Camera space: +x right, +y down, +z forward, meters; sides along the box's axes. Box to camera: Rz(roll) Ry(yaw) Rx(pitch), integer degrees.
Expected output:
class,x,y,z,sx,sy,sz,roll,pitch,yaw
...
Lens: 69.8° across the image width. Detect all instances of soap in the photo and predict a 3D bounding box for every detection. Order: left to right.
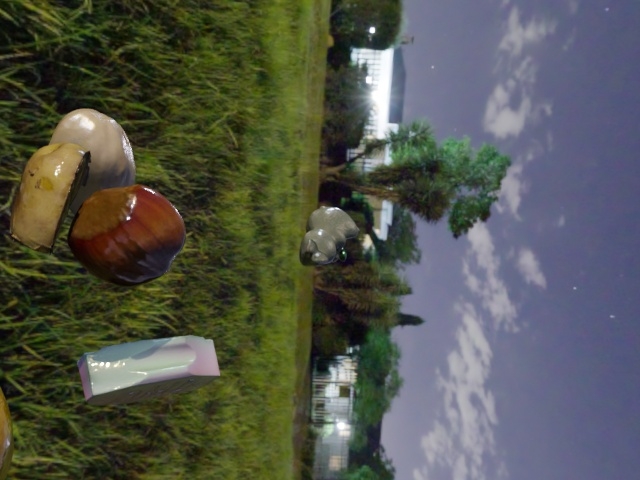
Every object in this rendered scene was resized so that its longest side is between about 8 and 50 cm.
class,x,y,z,sx,sy,sz,roll,pitch,yaw
soap,-0.408,0.314,1.112,0.193,0.324,0.109,-39,-120,35

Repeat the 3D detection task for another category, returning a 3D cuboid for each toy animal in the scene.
class,x,y,z,sx,sy,sz,roll,pitch,yaw
toy animal,-0.004,0.004,1.021,0.108,0.138,0.236,-40,176,34

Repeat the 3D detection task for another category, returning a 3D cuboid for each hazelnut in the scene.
class,x,y,z,sx,sy,sz,roll,pitch,yaw
hazelnut,-0.394,-0.014,0.943,0.210,0.186,0.210,-41,155,-23

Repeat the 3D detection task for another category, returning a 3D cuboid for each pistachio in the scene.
class,x,y,z,sx,sy,sz,roll,pitch,yaw
pistachio,-0.597,-0.184,1.210,0.226,0.207,0.332,-43,153,-45

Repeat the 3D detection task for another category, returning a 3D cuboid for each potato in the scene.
class,x,y,z,sx,sy,sz,roll,pitch,yaw
potato,-0.504,-0.105,0.856,0.138,0.098,0.243,-56,-152,33

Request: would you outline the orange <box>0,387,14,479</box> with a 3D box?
class,x,y,z,sx,sy,sz,roll,pitch,yaw
orange,-0.490,0.224,0.495,0.235,0.279,0.279,-106,-164,-47
